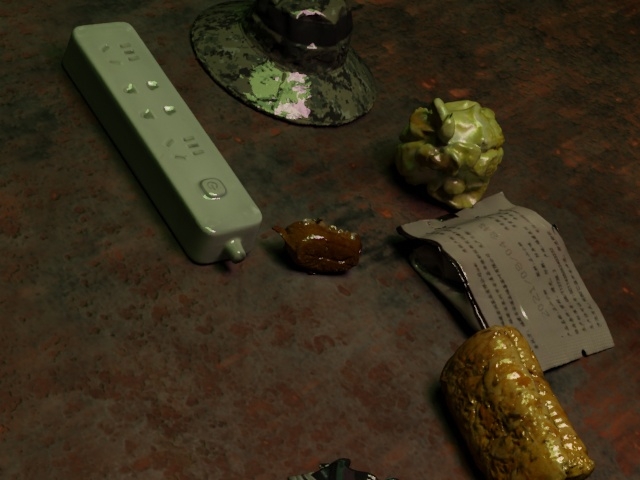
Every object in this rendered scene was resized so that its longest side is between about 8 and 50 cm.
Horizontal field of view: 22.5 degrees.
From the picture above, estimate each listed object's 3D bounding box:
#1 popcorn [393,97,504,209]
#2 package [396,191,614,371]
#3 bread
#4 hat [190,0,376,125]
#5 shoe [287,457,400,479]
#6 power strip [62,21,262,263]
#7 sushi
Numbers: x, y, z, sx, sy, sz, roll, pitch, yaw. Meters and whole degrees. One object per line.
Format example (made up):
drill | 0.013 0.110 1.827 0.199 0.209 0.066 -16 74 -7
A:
popcorn | 0.166 -0.122 2.064 0.135 0.162 0.141 -47 33 -20
package | 0.234 0.047 1.977 0.204 0.062 0.251 -17 60 -40
bread | 0.209 0.198 1.761 0.083 0.114 0.211 12 39 -43
hat | -0.030 -0.279 2.130 0.266 0.128 0.265 14 38 -12
shoe | 0.047 0.267 1.582 0.099 0.071 0.169 -34 47 -17
power strip | -0.186 -0.116 1.914 0.091 0.062 0.385 -13 53 -35
sushi | -0.002 0.003 1.898 0.118 0.061 0.060 26 26 -34
